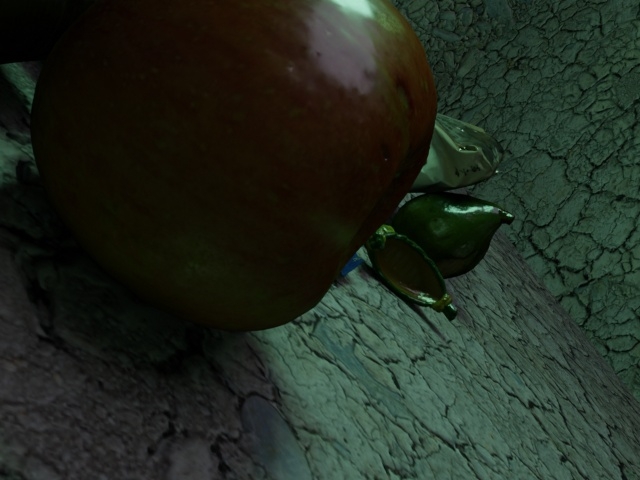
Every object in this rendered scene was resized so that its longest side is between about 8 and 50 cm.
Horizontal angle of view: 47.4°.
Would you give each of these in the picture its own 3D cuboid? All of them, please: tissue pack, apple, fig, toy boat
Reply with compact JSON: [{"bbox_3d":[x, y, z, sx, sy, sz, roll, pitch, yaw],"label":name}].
[{"bbox_3d":[0.206,-0.201,1.595,0.375,0.195,0.390,5,10,19],"label":"tissue pack"},{"bbox_3d":[-0.073,-0.095,0.650,0.339,0.339,0.340,41,17,-15],"label":"apple"},{"bbox_3d":[0.270,-0.023,1.476,0.195,0.244,0.195,45,28,-32],"label":"fig"},{"bbox_3d":[0.153,0.054,1.258,0.229,0.089,0.088,41,2,-25],"label":"toy boat"}]

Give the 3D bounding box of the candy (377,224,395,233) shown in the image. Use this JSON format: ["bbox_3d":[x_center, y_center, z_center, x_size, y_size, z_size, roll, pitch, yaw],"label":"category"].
[{"bbox_3d":[0.082,-0.039,1.400,0.194,0.058,0.062,49,-13,44],"label":"candy"}]

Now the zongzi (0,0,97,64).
[{"bbox_3d":[-0.416,-0.300,0.646,0.432,0.208,0.403,28,25,13],"label":"zongzi"}]

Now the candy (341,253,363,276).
[{"bbox_3d":[0.001,0.000,1.121,0.136,0.038,0.088,41,29,10],"label":"candy"}]
